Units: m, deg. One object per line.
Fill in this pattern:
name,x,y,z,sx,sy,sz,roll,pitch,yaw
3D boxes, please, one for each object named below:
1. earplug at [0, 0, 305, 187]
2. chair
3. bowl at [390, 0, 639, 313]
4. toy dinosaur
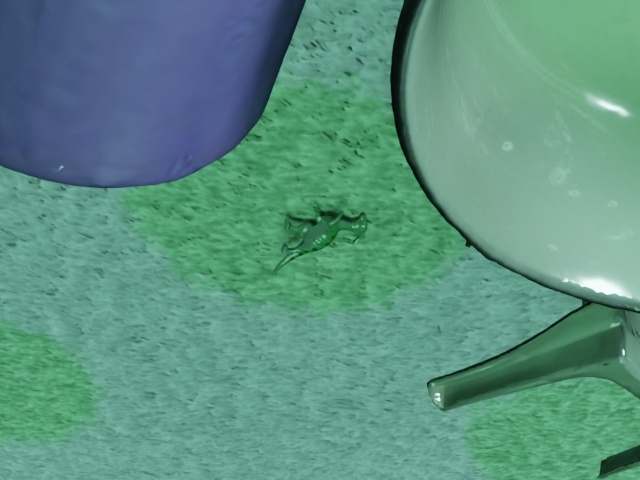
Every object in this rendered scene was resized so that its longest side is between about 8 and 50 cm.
earplug,-0.047,-0.236,0.429,0.215,0.215,0.456,16,139,-15
chair,0.237,0.025,0.778,0.203,0.191,0.274,28,145,-29
bowl,0.209,-0.135,0.541,0.353,0.185,0.354,3,143,2
toy dinosaur,0.000,0.000,0.884,0.062,0.021,0.083,2,144,-19
